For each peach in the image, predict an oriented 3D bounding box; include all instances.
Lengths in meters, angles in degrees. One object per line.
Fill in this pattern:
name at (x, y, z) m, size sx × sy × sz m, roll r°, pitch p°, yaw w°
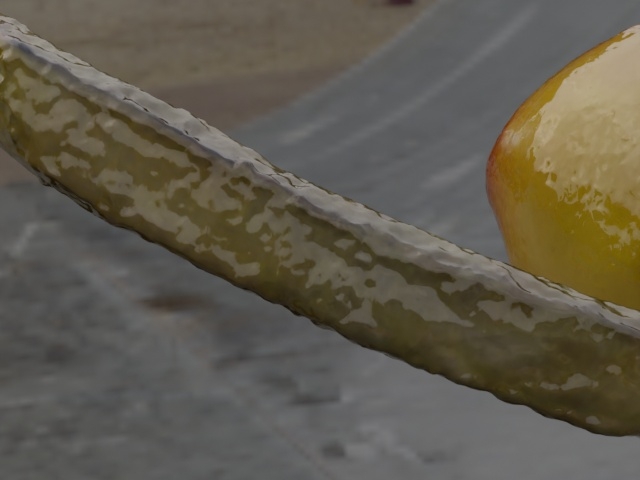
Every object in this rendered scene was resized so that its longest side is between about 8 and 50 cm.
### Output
peach at (0.266, -0.010, 1.300) m, size 0.289 × 0.289 × 0.308 m, roll -9°, pitch 33°, yaw -21°

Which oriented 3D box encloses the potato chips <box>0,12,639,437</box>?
potato chips at (0.000, 0.000, 0.838) m, size 0.407 × 0.057 × 0.080 m, roll 24°, pitch 18°, yaw 7°
